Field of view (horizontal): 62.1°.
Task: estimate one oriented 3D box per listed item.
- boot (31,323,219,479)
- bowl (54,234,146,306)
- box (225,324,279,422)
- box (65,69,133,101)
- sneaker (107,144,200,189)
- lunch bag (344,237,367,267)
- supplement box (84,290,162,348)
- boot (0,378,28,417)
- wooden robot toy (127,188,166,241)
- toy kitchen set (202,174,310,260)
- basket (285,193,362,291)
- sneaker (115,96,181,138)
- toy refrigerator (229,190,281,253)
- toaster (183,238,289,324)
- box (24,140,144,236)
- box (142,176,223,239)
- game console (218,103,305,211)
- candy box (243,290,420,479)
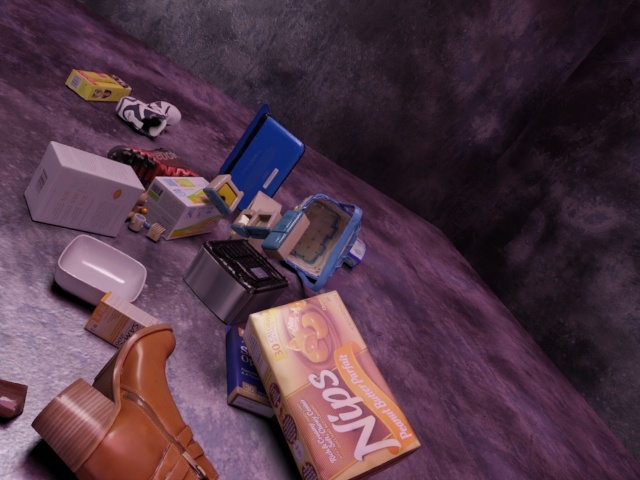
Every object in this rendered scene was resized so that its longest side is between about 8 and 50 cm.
[{"bbox_3d":[-0.213,0.240,0.720,0.220,0.109,0.283,41,11,-1],"label":"boot"},{"bbox_3d":[-0.383,0.064,0.924,0.142,0.053,0.142,31,19,-18],"label":"bowl"},{"bbox_3d":[-0.115,0.243,1.020,0.136,0.036,0.225,29,18,-24],"label":"box"},{"bbox_3d":[-0.706,-0.495,1.714,0.087,0.058,0.232,39,18,2],"label":"box"},{"bbox_3d":[-0.439,-0.190,1.392,0.276,0.097,0.135,19,25,-50],"label":"sneaker"},{"bbox_3d":[0.094,0.025,1.878,0.129,0.096,0.151,36,8,-4],"label":"lunch bag"},{"bbox_3d":[-0.316,0.136,0.854,0.098,0.062,0.036,33,17,-10],"label":"supplement box"},{"bbox_3d":[-0.401,0.188,0.611,0.114,0.037,0.106,35,19,-24],"label":"boot"},{"bbox_3d":[-0.412,-0.078,1.186,0.173,0.079,0.076,40,17,11],"label":"wooden robot toy"},{"bbox_3d":[-0.165,-0.059,1.240,0.207,0.122,0.166,5,-40,40],"label":"toy kitchen set"},{"bbox_3d":[0.000,0.000,1.522,0.201,0.254,0.289,30,0,-26],"label":"basket"},{"bbox_3d":[-0.524,-0.383,1.726,0.153,0.094,0.235,47,20,24],"label":"sneaker"},{"bbox_3d":[-0.186,-0.047,1.510,0.094,0.102,0.269,34,18,-12],"label":"toy refrigerator"},{"bbox_3d":[-0.184,0.084,1.161,0.168,0.110,0.186,41,17,17],"label":"toaster"},{"bbox_3d":[-0.463,-0.096,1.048,0.170,0.130,0.091,17,26,-50],"label":"box"},{"bbox_3d":[-0.332,-0.084,1.314,0.114,0.103,0.203,41,18,11],"label":"box"},{"bbox_3d":[-0.196,-0.259,1.710,0.250,0.293,0.173,40,18,8],"label":"game console"},{"bbox_3d":[0.009,0.255,0.923,0.183,0.087,0.316,-13,58,-27],"label":"candy box"}]
